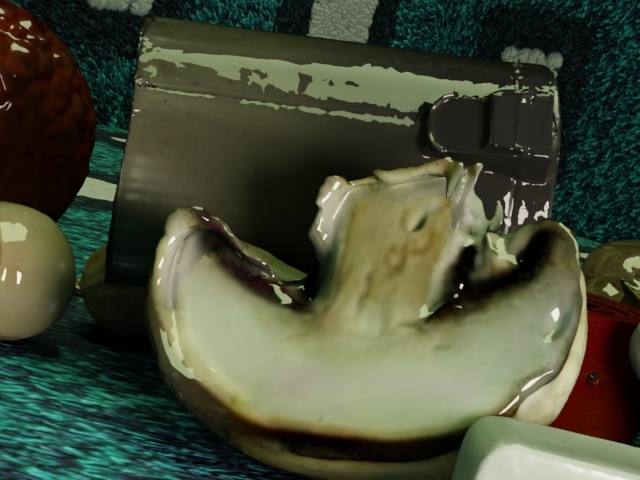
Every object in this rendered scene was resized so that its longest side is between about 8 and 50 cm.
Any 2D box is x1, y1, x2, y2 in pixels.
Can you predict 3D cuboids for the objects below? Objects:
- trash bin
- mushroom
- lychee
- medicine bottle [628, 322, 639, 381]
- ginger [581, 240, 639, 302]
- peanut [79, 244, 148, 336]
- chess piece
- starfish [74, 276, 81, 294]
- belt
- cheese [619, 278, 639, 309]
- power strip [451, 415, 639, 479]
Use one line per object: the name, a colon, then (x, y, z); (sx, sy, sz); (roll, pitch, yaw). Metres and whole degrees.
trash bin: (0.004, -0.049, 1.103); (0.302, 0.202, 0.252); (8, -20, -3)
mushroom: (0.037, 0.070, 0.942); (0.267, 0.189, 0.164); (-9, -26, 12)
lychee: (-0.331, -0.091, 1.336); (0.255, 0.300, 0.255); (18, 38, -15)
medicine bottle: (0.422, 0.129, 1.239); (0.282, 0.123, 0.375); (46, 22, 30)
ginger: (0.402, 0.087, 1.762); (0.304, 0.155, 0.244); (5, 15, -7)
peanut: (-0.128, 0.042, 1.242); (0.082, 0.082, 0.187); (19, 8, 35)
chess piece: (-0.282, 0.010, 1.030); (0.261, 0.142, 0.143); (18, 2, -44)
starfish: (-0.229, 0.036, 1.351); (0.092, 0.016, 0.086); (21, 11, 30)
belt: (0.130, 0.080, 1.299); (0.324, 0.115, 0.227); (13, 4, -8)
cheese: (0.334, 0.116, 1.450); (0.177, 0.069, 0.270); (57, 2, 12)
power strip: (0.257, 0.182, 0.810); (0.385, 0.091, 0.062); (14, 10, -3)
